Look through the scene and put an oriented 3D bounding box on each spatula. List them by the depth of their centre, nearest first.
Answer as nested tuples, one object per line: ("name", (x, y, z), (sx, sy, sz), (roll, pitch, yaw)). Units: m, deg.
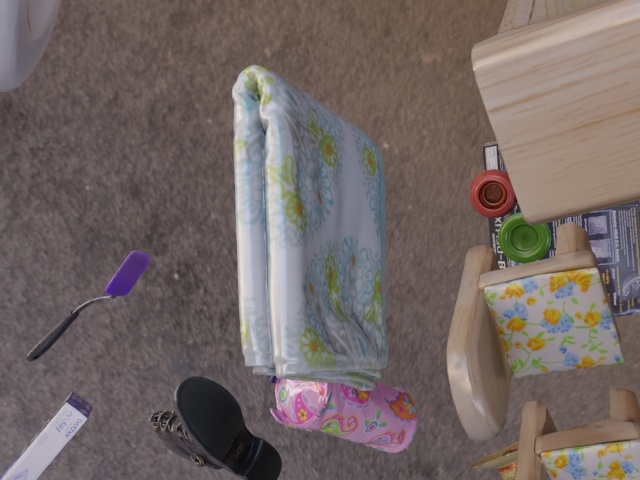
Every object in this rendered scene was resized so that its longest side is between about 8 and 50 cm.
("spatula", (-0.420, 0.123, 1.625), (0.296, 0.084, 0.030), (-38, 73, 9))

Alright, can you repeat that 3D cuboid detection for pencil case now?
("pencil case", (0.043, 0.277, 1.502), (0.124, 0.284, 0.124), (-17, 62, 35))

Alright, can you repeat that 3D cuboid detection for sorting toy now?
("sorting toy", (0.194, -0.029, 0.899), (0.061, 0.042, 0.102), (-35, 90, 20))

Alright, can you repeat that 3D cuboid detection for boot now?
("boot", (-0.202, 0.304, 1.441), (0.229, 0.263, 0.091), (1, 45, 46))

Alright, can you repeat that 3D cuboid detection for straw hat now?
("straw hat", (0.286, 0.321, 1.279), (0.144, 0.144, 0.061), (-22, 79, -7))

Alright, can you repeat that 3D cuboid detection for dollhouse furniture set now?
("dollhouse furniture set", (0.230, 0.030, 0.437), (0.362, 0.394, 0.256), (-15, 22, 23))

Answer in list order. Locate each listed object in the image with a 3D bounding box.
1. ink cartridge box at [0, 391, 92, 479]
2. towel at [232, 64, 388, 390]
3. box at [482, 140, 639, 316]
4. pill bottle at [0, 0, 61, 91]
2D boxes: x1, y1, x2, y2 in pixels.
("ink cartridge box", (-0.441, 0.336, 1.404), (0.046, 0.097, 0.207), (40, 84, -7))
("towel", (0.000, 0.000, 1.155), (0.090, 0.320, 0.375), (-8, 77, 22))
("box", (0.404, -0.020, 1.496), (0.242, 0.076, 0.308), (-6, 92, -12))
("pill bottle", (-0.203, -0.136, 0.313), (0.221, 0.121, 0.121), (14, 68, -11))
